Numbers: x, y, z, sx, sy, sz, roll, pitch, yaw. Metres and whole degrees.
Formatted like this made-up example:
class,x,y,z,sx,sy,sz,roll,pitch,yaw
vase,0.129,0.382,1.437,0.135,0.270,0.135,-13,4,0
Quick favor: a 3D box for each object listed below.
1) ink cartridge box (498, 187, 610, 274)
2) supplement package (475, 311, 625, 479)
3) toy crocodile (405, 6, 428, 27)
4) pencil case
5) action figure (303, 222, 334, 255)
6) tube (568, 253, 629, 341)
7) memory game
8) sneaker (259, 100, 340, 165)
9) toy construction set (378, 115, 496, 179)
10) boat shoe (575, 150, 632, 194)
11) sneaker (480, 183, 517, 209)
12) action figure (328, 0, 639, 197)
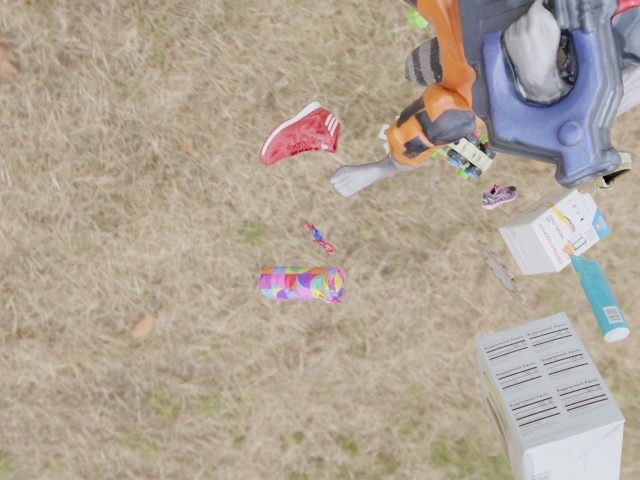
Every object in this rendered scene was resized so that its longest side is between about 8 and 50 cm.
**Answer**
class,x,y,z,sx,sy,sz,roll,pitch,yaw
ink cartridge box,0.686,-0.029,2.265,0.233,0.168,0.171,-33,96,-21
supplement package,0.345,0.259,1.173,0.149,0.203,0.194,-17,134,1
toy crocodile,0.280,-0.554,1.487,0.105,0.115,0.340,32,93,-17
pencil case,-0.050,0.119,2.103,0.104,0.236,0.104,-2,92,-61
action figure,0.000,0.000,1.951,0.030,0.115,0.038,-53,143,9
tube,0.587,0.113,1.616,0.080,0.207,0.052,16,135,-26
memory game,0.428,0.074,1.819,0.012,0.186,0.186,-35,126,0
sneaker,-0.038,-0.242,1.889,0.221,0.128,0.087,-46,158,-16
toy construction set,0.299,-0.239,1.843,0.328,0.215,0.151,-2,127,-49
boat shoe,0.563,-0.126,1.529,0.050,0.045,0.135,7,148,-25
sneaker,0.475,-0.127,2.035,0.119,0.047,0.057,-25,120,-26
action figure,0.130,-0.192,0.519,0.178,0.330,0.341,4,85,-43
